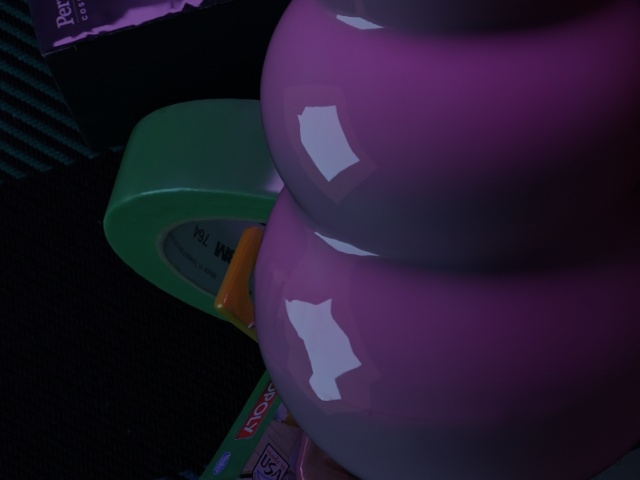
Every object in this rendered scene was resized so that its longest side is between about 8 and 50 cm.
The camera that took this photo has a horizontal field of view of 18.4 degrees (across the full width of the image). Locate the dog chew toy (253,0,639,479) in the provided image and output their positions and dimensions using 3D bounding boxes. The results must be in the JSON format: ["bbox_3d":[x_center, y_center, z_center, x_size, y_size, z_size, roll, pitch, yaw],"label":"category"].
[{"bbox_3d":[0.063,-0.046,0.872,0.206,0.207,0.331,-107,9,-59],"label":"dog chew toy"}]

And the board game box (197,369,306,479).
[{"bbox_3d":[0.073,0.186,1.354,0.317,0.046,0.213,49,-129,-24],"label":"board game box"}]

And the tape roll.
[{"bbox_3d":[0.000,0.000,1.496,0.321,0.321,0.077,76,-152,-67],"label":"tape roll"}]

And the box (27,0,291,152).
[{"bbox_3d":[-0.081,-0.287,1.503,0.179,0.313,0.343,78,177,-68],"label":"box"}]

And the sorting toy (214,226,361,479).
[{"bbox_3d":[0.074,0.100,1.308,0.348,0.047,0.196,27,-117,-36],"label":"sorting toy"}]

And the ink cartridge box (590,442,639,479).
[{"bbox_3d":[0.129,0.149,0.987,0.219,0.160,0.092,-108,3,-48],"label":"ink cartridge box"}]

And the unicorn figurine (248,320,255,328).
[{"bbox_3d":[0.003,-0.003,1.183,0.162,0.060,0.111,17,-123,-68],"label":"unicorn figurine"}]
